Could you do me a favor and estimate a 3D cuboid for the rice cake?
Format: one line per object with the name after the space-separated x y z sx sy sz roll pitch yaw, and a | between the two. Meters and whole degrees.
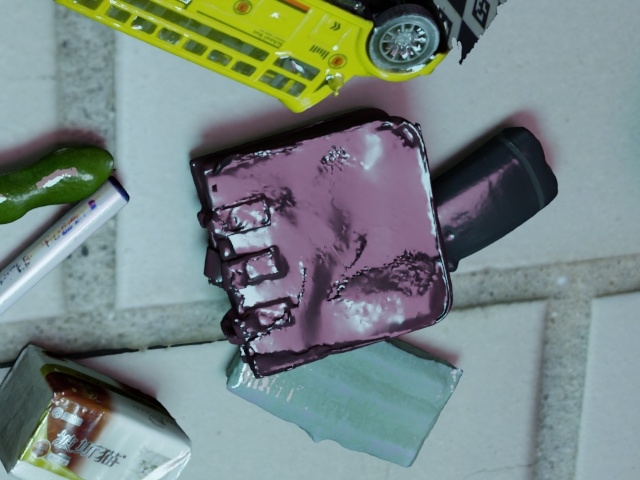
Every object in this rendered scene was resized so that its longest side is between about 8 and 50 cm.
0.024 0.134 1.837 0.237 0.043 0.127 25 102 -30 | rice cake

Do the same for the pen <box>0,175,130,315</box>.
-0.271 0.043 1.666 0.269 0.033 0.033 -41 123 -2 | pen

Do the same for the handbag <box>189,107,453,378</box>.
0.000 -0.001 1.720 0.216 0.074 0.203 -17 103 -12 | handbag

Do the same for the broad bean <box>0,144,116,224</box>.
-0.293 -0.034 1.614 0.256 0.052 0.053 -13 76 -16 | broad bean

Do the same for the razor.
0.149 -0.038 1.807 0.148 0.054 0.090 -34 119 -8 | razor

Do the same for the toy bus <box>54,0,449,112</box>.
-0.057 -0.211 1.578 0.330 0.144 0.152 21 124 -30 | toy bus

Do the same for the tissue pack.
-0.207 0.172 1.712 0.148 0.106 0.099 27 101 -32 | tissue pack

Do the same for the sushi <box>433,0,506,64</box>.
0.100 -0.327 1.606 0.264 0.050 0.290 -55 132 -43 | sushi
